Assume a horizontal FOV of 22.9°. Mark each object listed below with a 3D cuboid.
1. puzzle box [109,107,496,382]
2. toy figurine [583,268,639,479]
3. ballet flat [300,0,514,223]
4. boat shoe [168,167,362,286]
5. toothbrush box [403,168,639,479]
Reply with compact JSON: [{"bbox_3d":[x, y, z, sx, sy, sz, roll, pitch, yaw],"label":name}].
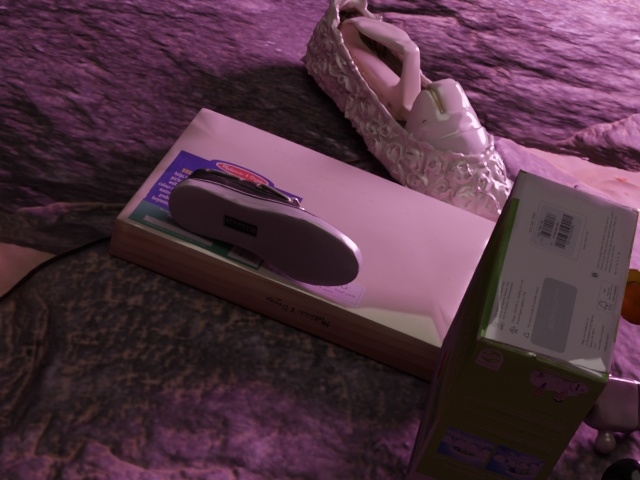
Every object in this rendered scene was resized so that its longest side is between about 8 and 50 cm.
[{"bbox_3d":[0.000,0.000,1.776,0.409,0.052,0.272,22,36,6],"label":"puzzle box"},{"bbox_3d":[0.341,0.156,1.572,0.148,0.213,0.209,10,34,-35],"label":"toy figurine"},{"bbox_3d":[0.108,-0.173,1.994,0.147,0.147,0.409,-12,45,-36],"label":"ballet flat"},{"bbox_3d":[-0.050,-0.023,1.673,0.219,0.077,0.070,24,37,11],"label":"boat shoe"},{"bbox_3d":[0.181,0.110,1.468,0.122,0.283,0.206,18,51,2],"label":"toothbrush box"}]
